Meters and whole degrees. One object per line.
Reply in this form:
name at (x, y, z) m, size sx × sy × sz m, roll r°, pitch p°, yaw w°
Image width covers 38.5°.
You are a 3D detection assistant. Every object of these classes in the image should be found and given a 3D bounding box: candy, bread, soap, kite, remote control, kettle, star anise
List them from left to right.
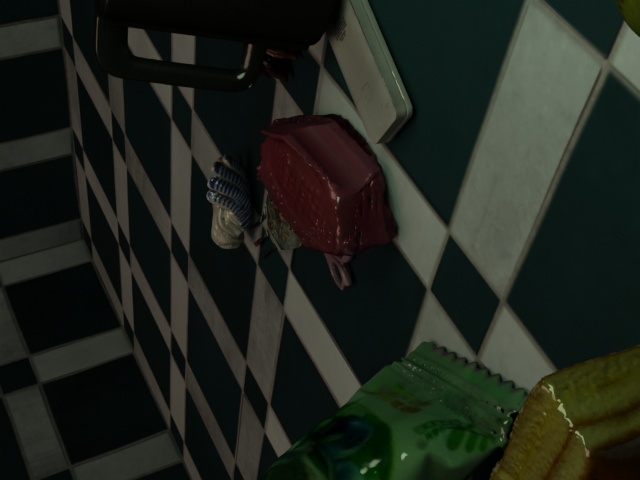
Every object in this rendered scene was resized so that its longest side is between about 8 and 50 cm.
kettle at (-0.155, -0.363, 1.270) m, size 0.262 × 0.308 × 0.203 m, roll 116°, pitch 149°, yaw -53°
star anise at (-0.095, -0.333, 1.513) m, size 0.168 × 0.057 × 0.168 m, roll 54°, pitch 167°, yaw 19°
kite at (-0.096, -0.025, 1.804) m, size 0.245 × 0.015 × 0.141 m, roll -41°, pitch 66°, yaw 64°
soap at (0.010, -0.083, 1.407) m, size 0.289 × 0.112 × 0.182 m, roll 52°, pitch 152°, yaw 38°
remote control at (0.055, -0.261, 1.267) m, size 0.250 × 0.034 × 0.103 m, roll 68°, pitch 157°, yaw 14°
candy at (0.072, 0.288, 1.185) m, size 0.263 × 0.398 × 0.172 m, roll 29°, pitch 156°, yaw 50°
bread at (0.282, 0.168, 0.798) m, size 0.110 × 0.234 × 0.184 m, roll 60°, pitch 154°, yaw 33°

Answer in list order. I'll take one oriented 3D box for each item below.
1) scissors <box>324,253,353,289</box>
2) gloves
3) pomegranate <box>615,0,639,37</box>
scissors at (0.001, 0.000, 1.593) m, size 0.212 × 0.021 × 0.110 m, roll 44°, pitch 142°, yaw 47°
gloves at (-0.187, -0.081, 1.869) m, size 0.229 × 0.097 × 0.119 m, roll 88°, pitch 157°, yaw -47°
pomegranate at (0.304, -0.185, 0.617) m, size 0.210 × 0.180 × 0.180 m, roll 43°, pitch 156°, yaw -5°
